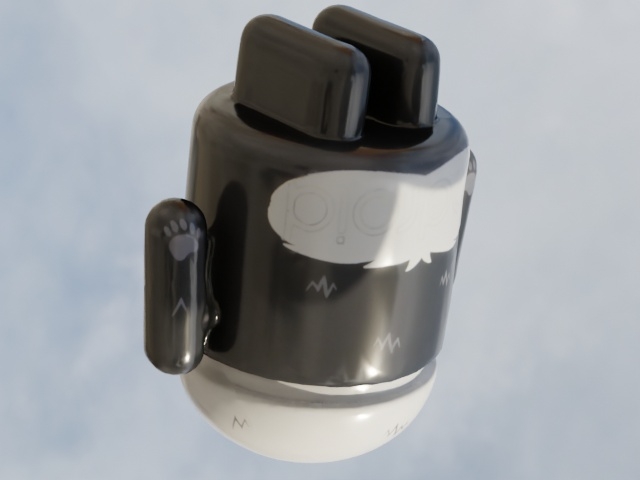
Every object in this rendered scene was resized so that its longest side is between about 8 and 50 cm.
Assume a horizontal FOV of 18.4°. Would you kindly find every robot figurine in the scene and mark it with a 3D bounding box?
[{"bbox_3d":[-0.003,0.000,1.215,0.173,0.209,0.278,-96,-169,-67],"label":"robot figurine"}]
